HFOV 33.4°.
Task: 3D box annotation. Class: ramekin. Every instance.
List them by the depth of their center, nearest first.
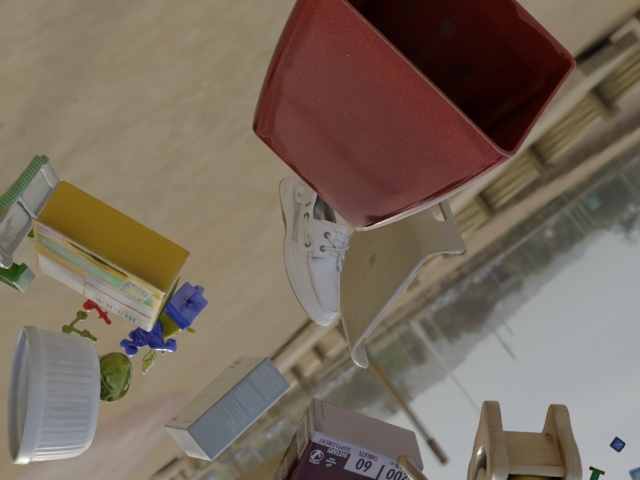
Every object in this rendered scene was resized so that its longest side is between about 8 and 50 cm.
[{"bbox_3d":[-0.405,0.235,1.617,0.109,0.207,0.207,6,151,-24],"label":"ramekin"}]

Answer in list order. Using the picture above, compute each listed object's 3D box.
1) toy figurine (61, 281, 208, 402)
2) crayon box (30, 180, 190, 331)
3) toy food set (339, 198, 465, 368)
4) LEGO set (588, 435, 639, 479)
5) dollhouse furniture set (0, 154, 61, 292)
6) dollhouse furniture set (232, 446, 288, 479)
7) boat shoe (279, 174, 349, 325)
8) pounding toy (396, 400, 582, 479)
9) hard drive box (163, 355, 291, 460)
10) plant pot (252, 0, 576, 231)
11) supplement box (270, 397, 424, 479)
[{"bbox_3d":[-0.329,0.143,2.094,0.217,0.191,0.362,-33,-173,22],"label":"toy figurine"},{"bbox_3d":[-0.302,0.025,1.532,0.083,0.203,0.323,-61,-175,-18],"label":"crayon box"},{"bbox_3d":[0.129,0.048,1.858,0.092,0.219,0.306,18,125,-25],"label":"toy food set"},{"bbox_3d":[0.517,0.469,1.840,0.182,0.244,0.060,-24,168,9],"label":"LEGO set"},{"bbox_3d":[-0.580,-0.055,1.940,0.197,0.151,0.301,-59,173,-16],"label":"dollhouse furniture set"},{"bbox_3d":[-0.039,0.485,1.449,0.286,0.303,0.198,-34,-168,22],"label":"dollhouse furniture set"},{"bbox_3d":[0.000,0.000,1.733,0.096,0.277,0.098,-25,151,26],"label":"boat shoe"},{"bbox_3d":[0.151,0.269,1.021,0.155,0.154,0.269,3,138,2],"label":"pounding toy"},{"bbox_3d":[-0.201,0.353,2.271,0.232,0.089,0.181,-41,-170,-22],"label":"hard drive box"},{"bbox_3d":[0.080,-0.170,1.194,0.236,0.267,0.267,-44,-177,40],"label":"plant pot"},{"bbox_3d":[0.003,0.304,1.180,0.073,0.130,0.239,-98,-149,-65],"label":"supplement box"}]
